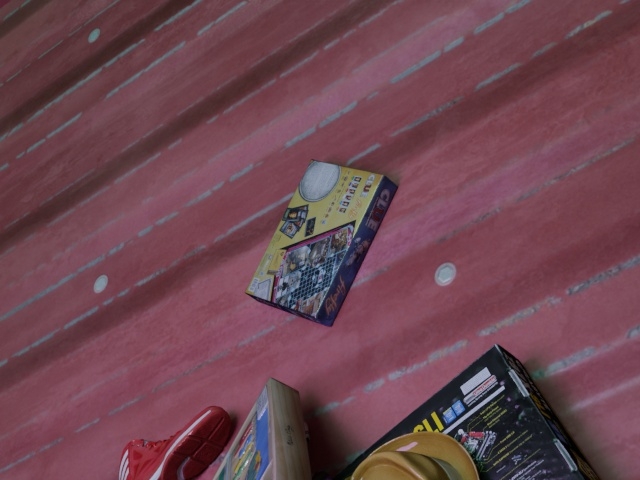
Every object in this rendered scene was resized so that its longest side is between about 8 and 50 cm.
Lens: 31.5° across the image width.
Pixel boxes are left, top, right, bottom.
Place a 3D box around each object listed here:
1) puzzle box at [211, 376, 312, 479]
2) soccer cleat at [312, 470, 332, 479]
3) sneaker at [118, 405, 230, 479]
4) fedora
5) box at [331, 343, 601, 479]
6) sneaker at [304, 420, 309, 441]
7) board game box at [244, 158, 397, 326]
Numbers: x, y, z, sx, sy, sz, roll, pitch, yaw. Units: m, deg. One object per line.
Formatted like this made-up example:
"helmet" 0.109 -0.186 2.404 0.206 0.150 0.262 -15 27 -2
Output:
"puzzle box" -0.104 0.355 1.437 0.272 0.052 0.409 -61 8 7
"soccer cleat" -0.041 0.444 1.451 0.116 0.108 0.318 30 101 16
"sneaker" -0.239 0.315 1.740 0.221 0.087 0.128 -49 46 4
"fedora" 0.096 0.306 1.360 0.194 0.079 0.194 -20 53 30
"box" 0.170 0.325 1.397 0.322 0.079 0.257 -42 43 12
"sneaker" -0.051 0.293 1.633 0.083 0.032 0.037 -38 46 16
"board game box" 0.000 0.000 1.761 0.165 0.042 0.243 16 76 44
